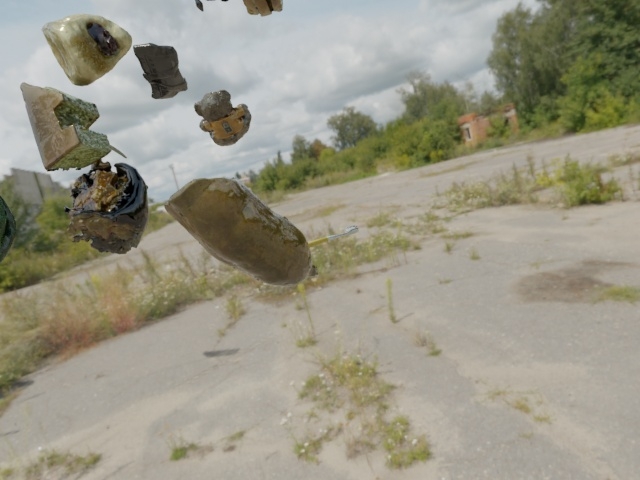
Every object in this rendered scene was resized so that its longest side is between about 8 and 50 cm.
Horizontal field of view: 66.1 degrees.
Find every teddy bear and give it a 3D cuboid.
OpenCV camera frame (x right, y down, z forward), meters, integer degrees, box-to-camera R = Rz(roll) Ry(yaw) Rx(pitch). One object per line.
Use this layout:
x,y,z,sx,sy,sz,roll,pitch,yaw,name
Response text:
-0.323,-0.405,1.622,0.177,0.190,0.140,-25,46,8,teddy bear

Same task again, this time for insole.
-0.577,-0.260,1.298,0.197,0.004,0.065,28,-12,29,insole

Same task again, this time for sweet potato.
-0.127,-0.001,0.951,0.158,0.370,0.157,-32,34,25,sweet potato

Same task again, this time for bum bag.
-0.349,-0.377,1.089,0.087,0.049,0.197,-8,-15,-7,bum bag

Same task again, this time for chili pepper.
-0.785,0.008,1.128,0.122,0.278,0.065,24,-1,-10,chili pepper

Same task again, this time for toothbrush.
0.000,0.000,1.509,0.288,0.021,0.024,-19,45,-30,toothbrush

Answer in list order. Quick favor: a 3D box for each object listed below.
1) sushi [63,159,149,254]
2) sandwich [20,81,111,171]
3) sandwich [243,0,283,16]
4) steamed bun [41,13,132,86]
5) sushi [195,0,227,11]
-0.584,-0.096,1.355,0.200,0.204,0.213,21,-50,-40,sushi
-0.599,-0.285,1.144,0.128,0.235,0.122,-27,-7,17,sandwich
-0.148,-0.621,1.004,0.095,0.248,0.273,-12,-8,3,sandwich
-0.509,-0.439,1.103,0.155,0.140,0.172,-36,37,-25,steamed bun
-0.259,-0.838,1.381,0.300,0.281,0.294,17,48,45,sushi
